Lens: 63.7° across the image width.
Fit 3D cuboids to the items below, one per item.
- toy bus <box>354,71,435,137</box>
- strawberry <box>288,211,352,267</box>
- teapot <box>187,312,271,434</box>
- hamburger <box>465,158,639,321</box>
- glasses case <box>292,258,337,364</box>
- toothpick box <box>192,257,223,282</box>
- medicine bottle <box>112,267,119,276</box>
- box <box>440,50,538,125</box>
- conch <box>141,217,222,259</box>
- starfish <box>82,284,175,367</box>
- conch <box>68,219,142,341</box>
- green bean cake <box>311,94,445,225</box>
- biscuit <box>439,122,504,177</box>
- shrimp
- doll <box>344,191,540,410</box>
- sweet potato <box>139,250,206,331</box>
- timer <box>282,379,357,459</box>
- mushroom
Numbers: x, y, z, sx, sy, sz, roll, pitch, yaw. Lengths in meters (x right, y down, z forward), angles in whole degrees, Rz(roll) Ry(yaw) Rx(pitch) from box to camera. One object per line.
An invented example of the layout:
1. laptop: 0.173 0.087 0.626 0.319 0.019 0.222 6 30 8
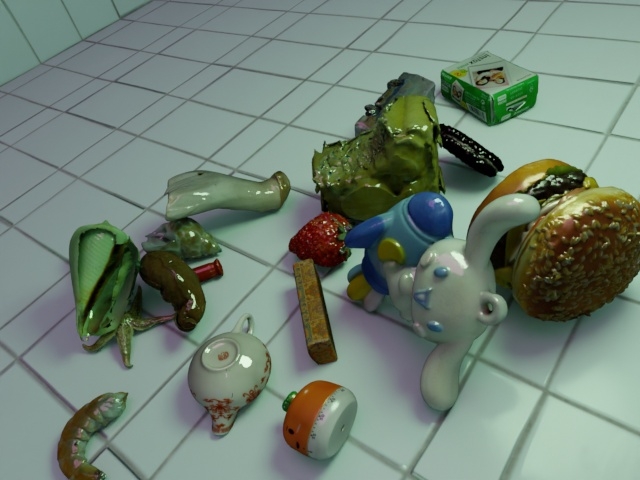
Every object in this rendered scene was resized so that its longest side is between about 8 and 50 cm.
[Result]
1. toy bus: 0.220 -0.365 1.480 0.138 0.112 0.317 20 55 27
2. strawberry: 0.002 -0.006 1.166 0.148 0.131 0.131 16 52 19
3. teapot: -0.171 0.237 0.993 0.159 0.116 0.245 -5 37 27
4. hamburger: 0.429 0.003 0.924 0.291 0.290 0.225 -25 40 -9
5. glasses case: -0.015 0.141 1.052 0.049 0.075 0.218 -16 43 3
6. toothpick box: -0.272 0.076 1.217 0.083 0.047 0.047 -20 43 -5
7. medicine bottle: -0.547 0.062 1.287 0.083 0.083 0.203 -40 47 -23
8. box: 0.479 -0.441 1.482 0.180 0.103 0.250 -26 45 -11
9. conch: -0.351 0.001 1.281 0.173 0.105 0.116 -24 26 -10
10. starfish: -0.427 0.188 1.158 0.217 0.050 0.223 -13 48 -9
11. conch: -0.466 0.077 1.125 0.144 0.137 0.250 -7 67 -24
12. green bean cake: 0.124 -0.165 1.177 0.310 0.285 0.201 -8 49 14
13. biscuit: 0.354 -0.217 1.246 0.053 0.195 0.194 -54 45 13
14. shrimp: -0.410 0.370 0.959 0.161 0.049 0.166 -37 48 -17
15. doll: 0.174 0.051 0.923 0.366 0.187 0.375 38 100 49
16. sweet potato: -0.336 0.089 1.152 0.098 0.124 0.310 -15 34 -37
17. timer: -0.013 0.296 0.877 0.136 0.099 0.136 -1 37 1
18. mushroom: -0.232 -0.110 1.297 0.329 0.122 0.159 -6 51 -22
